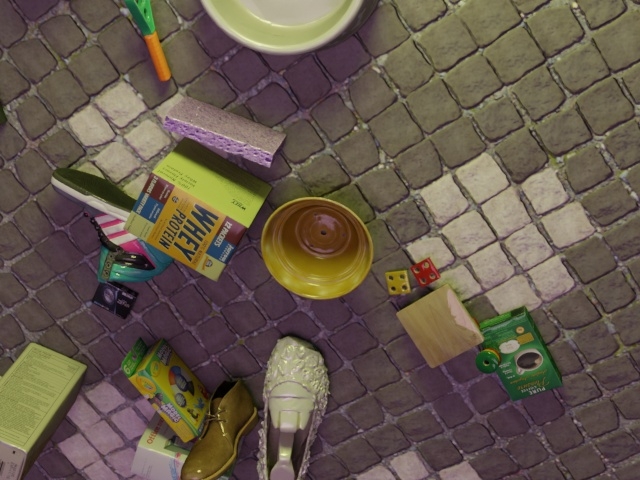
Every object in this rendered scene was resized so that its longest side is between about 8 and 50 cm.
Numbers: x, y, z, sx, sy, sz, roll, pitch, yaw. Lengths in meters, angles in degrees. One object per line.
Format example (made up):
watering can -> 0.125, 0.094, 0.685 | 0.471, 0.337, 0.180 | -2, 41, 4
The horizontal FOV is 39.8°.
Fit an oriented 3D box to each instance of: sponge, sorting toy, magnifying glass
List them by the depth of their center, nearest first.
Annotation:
magnifying glass -> -0.315, -0.397, 1.594 | 0.026, 0.092, 0.230 | -7, 124, 9
sponge -> -0.174, -0.203, 1.634 | 0.210, 0.117, 0.031 | 20, 119, 1
sorting toy -> 0.238, 0.158, 1.757 | 0.132, 0.046, 0.274 | -35, 88, 30

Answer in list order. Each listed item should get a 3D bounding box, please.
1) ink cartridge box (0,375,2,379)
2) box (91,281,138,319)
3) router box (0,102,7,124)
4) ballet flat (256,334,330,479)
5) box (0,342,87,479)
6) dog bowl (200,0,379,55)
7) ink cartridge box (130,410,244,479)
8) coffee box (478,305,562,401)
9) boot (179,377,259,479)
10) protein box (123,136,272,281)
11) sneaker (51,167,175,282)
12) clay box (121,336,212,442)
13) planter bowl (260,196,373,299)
ink cartridge box -> -0.784, 0.385, 1.963 | 0.134, 0.231, 0.078 | 31, 116, -5
box -> -0.441, 0.123, 1.894 | 0.083, 0.018, 0.067 | 29, 117, -4
router box -> -0.778, -0.341, 1.699 | 0.243, 0.081, 0.308 | -9, 113, 14
ballet flat -> -0.062, 0.405, 1.896 | 0.147, 0.147, 0.408 | 9, 116, 6
box -> -0.632, 0.366, 1.881 | 0.148, 0.311, 0.121 | 24, 117, -1
dog bowl -> -0.061, -0.474, 1.494 | 0.349, 0.102, 0.348 | 4, 116, 9
ink cartridge box -> -0.292, 0.471, 1.956 | 0.213, 0.154, 0.093 | 19, 117, 1
coffee box -> 0.399, 0.230, 1.778 | 0.113, 0.040, 0.184 | -25, 108, 21
boot -> -0.221, 0.393, 1.824 | 0.112, 0.305, 0.115 | -7, 109, 18
protein box -> -0.226, -0.063, 1.663 | 0.200, 0.201, 0.136 | 30, 116, -5
sneaker -> -0.427, -0.011, 1.776 | 0.296, 0.124, 0.178 | 29, 107, -5
clay box -> -0.325, 0.310, 1.901 | 0.053, 0.127, 0.222 | -30, 107, 21
planter bowl -> 0.000, 0.000, 1.714 | 0.217, 0.090, 0.217 | 4, 116, 9
